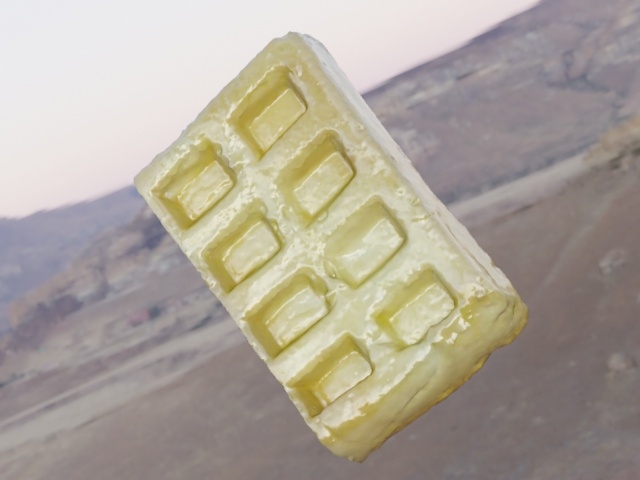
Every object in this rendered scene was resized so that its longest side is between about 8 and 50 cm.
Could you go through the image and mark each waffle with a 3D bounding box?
[{"bbox_3d":[0.000,0.000,0.848,0.168,0.274,0.057,-42,-19,16],"label":"waffle"}]
